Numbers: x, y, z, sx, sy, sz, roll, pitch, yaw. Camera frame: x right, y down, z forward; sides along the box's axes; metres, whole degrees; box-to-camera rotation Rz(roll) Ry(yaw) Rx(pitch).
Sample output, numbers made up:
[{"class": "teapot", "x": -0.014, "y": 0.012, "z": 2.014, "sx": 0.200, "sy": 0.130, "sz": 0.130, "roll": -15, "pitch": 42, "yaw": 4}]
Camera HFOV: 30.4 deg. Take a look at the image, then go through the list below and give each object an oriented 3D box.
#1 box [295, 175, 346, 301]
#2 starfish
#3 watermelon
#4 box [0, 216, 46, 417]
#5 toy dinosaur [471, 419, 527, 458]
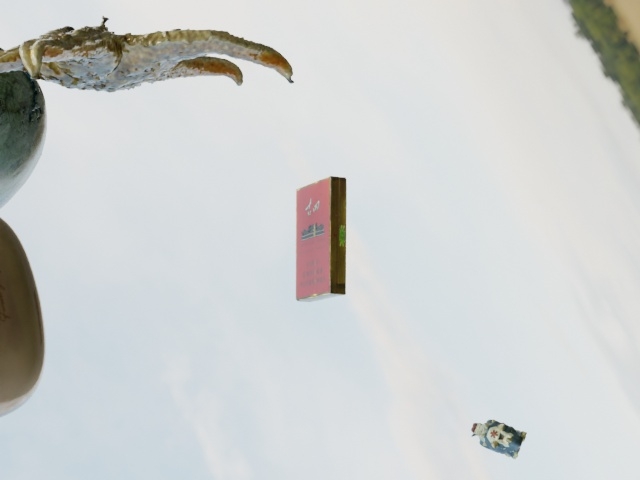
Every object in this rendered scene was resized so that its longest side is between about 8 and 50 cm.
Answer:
[{"class": "box", "x": 0.000, "y": 0.000, "z": 1.324, "sx": 0.023, "sy": 0.090, "sz": 0.133, "roll": 4, "pitch": -98, "yaw": -28}, {"class": "starfish", "x": -0.122, "y": -0.125, "z": 0.792, "sx": 0.247, "sy": 0.138, "sz": 0.050, "roll": -11, "pitch": -79, "yaw": -43}, {"class": "watermelon", "x": -0.458, "y": -0.130, "z": 1.433, "sx": 0.322, "sy": 0.188, "sz": 0.175, "roll": 35, "pitch": -137, "yaw": -46}, {"class": "box", "x": -0.320, "y": 0.064, "z": 1.040, "sx": 0.146, "sy": 0.088, "sz": 0.200, "roll": -4, "pitch": -111, "yaw": -34}, {"class": "toy dinosaur", "x": 0.179, "y": 0.199, "z": 1.193, "sx": 0.047, "sy": 0.030, "sz": 0.083, "roll": 24, "pitch": 172, "yaw": -3}]
